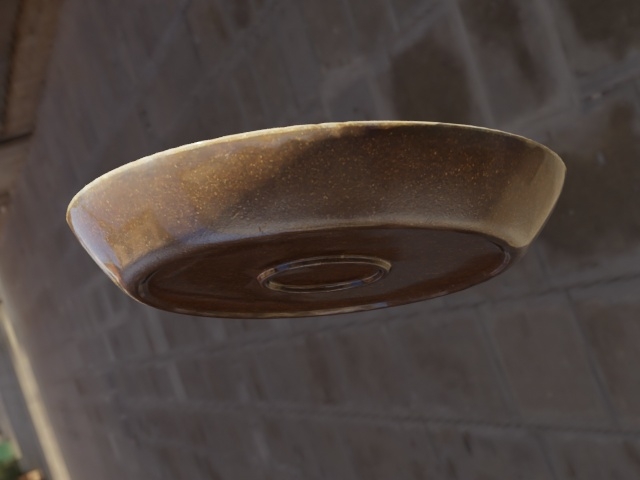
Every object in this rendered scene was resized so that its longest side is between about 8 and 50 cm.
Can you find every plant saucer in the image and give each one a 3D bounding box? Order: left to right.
[{"bbox_3d":[0.000,0.000,0.489,0.168,0.168,0.029,124,143,-71],"label":"plant saucer"}]
